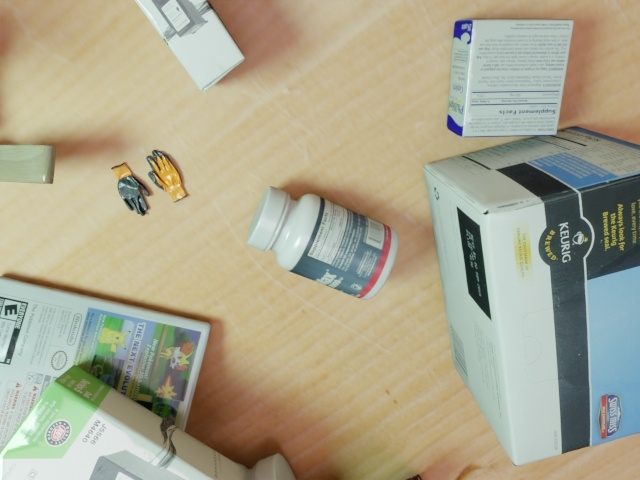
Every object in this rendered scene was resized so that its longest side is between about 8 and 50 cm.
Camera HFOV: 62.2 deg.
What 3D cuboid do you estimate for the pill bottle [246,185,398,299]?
[{"bbox_3d":[0.000,0.000,0.699,0.180,0.108,0.108,22,107,-13],"label":"pill bottle"}]

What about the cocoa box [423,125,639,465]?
[{"bbox_3d":[0.296,0.059,0.687,0.227,0.231,0.348,-14,112,-1],"label":"cocoa box"}]

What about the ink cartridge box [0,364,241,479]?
[{"bbox_3d":[-0.262,0.318,0.661,0.272,0.115,0.199,35,80,-9],"label":"ink cartridge box"}]

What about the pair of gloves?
[{"bbox_3d":[-0.226,-0.075,0.698,0.083,0.010,0.074,-21,112,3],"label":"pair of gloves"}]

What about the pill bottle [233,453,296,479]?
[{"bbox_3d":[-0.173,0.446,0.824,0.278,0.162,0.162,-23,112,3],"label":"pill bottle"}]

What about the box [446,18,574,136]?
[{"bbox_3d":[0.231,-0.203,0.665,0.126,0.072,0.137,-2,111,-6],"label":"box"}]

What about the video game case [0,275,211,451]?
[{"bbox_3d":[-0.337,0.242,0.727,0.299,0.036,0.329,15,84,-12],"label":"video game case"}]

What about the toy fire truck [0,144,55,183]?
[{"bbox_3d":[-0.419,-0.147,0.586,0.246,0.158,0.217,4,111,-20],"label":"toy fire truck"}]

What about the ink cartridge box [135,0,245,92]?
[{"bbox_3d":[-0.149,-0.247,0.586,0.063,0.109,0.151,-34,111,5],"label":"ink cartridge box"}]

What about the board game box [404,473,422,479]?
[{"bbox_3d":[0.010,0.500,0.862,0.346,0.208,0.056,-37,67,8],"label":"board game box"}]
